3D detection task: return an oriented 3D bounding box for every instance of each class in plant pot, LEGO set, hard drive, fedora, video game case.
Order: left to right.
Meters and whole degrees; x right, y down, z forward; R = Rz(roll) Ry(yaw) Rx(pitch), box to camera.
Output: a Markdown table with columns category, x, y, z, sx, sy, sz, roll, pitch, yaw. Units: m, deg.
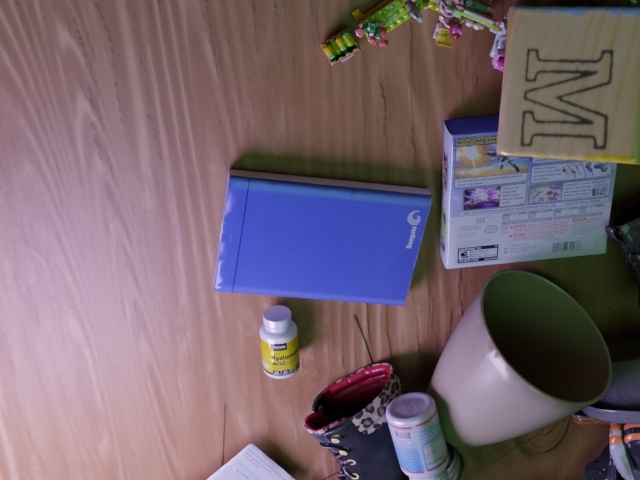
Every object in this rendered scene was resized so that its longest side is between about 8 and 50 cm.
| category | x | y | z | sx | sy | sz | roll | pitch | yaw |
| --- | --- | --- | --- | --- | --- | --- | --- | --- | --- |
| hard drive | 0.000 | 0.000 | 1.565 | 0.318 | 0.040 | 0.210 | 5 | 121 | -11 |
| LEGO set | 0.146 | -0.293 | 1.363 | 0.287 | 0.107 | 0.132 | -2 | 122 | -7 |
| plant pot | 0.301 | 0.230 | 1.654 | 0.256 | 0.256 | 0.274 | 20 | 134 | -19 |
| video game case | 0.326 | -0.082 | 1.547 | 0.269 | 0.061 | 0.244 | -5 | 124 | -5 |
| fedora | 0.583 | 0.242 | 1.723 | 0.275 | 0.243 | 0.124 | -2 | 91 | -19 |

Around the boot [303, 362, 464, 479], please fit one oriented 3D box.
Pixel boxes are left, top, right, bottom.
| category | x | y | z | sx | sy | sz | roll | pitch | yaw |
| --- | --- | --- | --- | --- | --- | --- | --- | --- | --- |
| boot | 0.051 | 0.412 | 1.750 | 0.377 | 0.138 | 0.284 | -33 | 120 | -4 |

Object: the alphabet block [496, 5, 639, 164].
| category | x | y | z | sx | sy | sz | roll | pitch | yaw |
| --- | --- | --- | --- | --- | --- | --- | --- | --- | --- |
| alphabet block | 0.360 | -0.206 | 1.331 | 0.193 | 0.192 | 0.197 | 7 | 96 | 26 |

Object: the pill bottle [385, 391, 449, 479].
| category | x | y | z | sx | sy | sz | roll | pitch | yaw |
| --- | --- | --- | --- | --- | --- | --- | --- | --- | --- |
| pill bottle | 0.168 | 0.344 | 1.658 | 0.087 | 0.087 | 0.160 | -15 | 113 | 2 |

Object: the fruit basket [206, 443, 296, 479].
| category | x | y | z | sx | sy | sz | roll | pitch | yaw |
| --- | --- | --- | --- | --- | --- | --- | --- | --- | --- |
| fruit basket | -0.166 | 0.572 | 1.860 | 0.353 | 0.165 | 0.327 | -44 | 119 | 1 |

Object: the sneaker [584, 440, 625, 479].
| category | x | y | z | sx | sy | sz | roll | pitch | yaw |
| --- | --- | --- | --- | --- | --- | --- | --- | --- | --- |
| sneaker | 0.545 | 0.431 | 1.887 | 0.051 | 0.089 | 0.170 | 17 | 75 | -34 |

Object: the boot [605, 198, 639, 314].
| category | x | y | z | sx | sy | sz | roll | pitch | yaw |
| --- | --- | --- | --- | --- | --- | --- | --- | --- | --- |
| boot | 0.598 | 0.010 | 1.611 | 0.263 | 0.091 | 0.229 | -27 | 110 | -20 |

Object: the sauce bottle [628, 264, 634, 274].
| category | x | y | z | sx | sy | sz | roll | pitch | yaw |
| --- | --- | --- | --- | --- | --- | --- | --- | --- | --- |
| sauce bottle | 0.584 | 0.069 | 1.688 | 0.128 | 0.042 | 0.042 | 34 | 112 | -23 |

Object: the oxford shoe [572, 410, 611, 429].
| category | x | y | z | sx | sy | sz | roll | pitch | yaw |
| --- | --- | --- | --- | --- | --- | --- | --- | --- | --- |
| oxford shoe | 0.565 | 0.340 | 1.827 | 0.212 | 0.076 | 0.076 | 4 | 105 | -10 |

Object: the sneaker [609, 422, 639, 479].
| category | x | y | z | sx | sy | sz | roll | pitch | yaw |
| --- | --- | --- | --- | --- | --- | --- | --- | --- | --- |
| sneaker | 0.651 | 0.424 | 1.765 | 0.180 | 0.125 | 0.321 | -9 | 138 | 31 |

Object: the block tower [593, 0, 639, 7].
| category | x | y | z | sx | sy | sz | roll | pitch | yaw |
| --- | --- | --- | --- | --- | --- | --- | --- | --- | --- |
| block tower | 0.551 | -0.367 | 1.383 | 0.335 | 0.091 | 0.097 | 0 | 121 | -7 |

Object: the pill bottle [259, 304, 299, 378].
| category | x | y | z | sx | sy | sz | roll | pitch | yaw |
| --- | --- | --- | --- | --- | --- | --- | --- | --- | --- |
| pill bottle | -0.069 | 0.169 | 1.647 | 0.065 | 0.065 | 0.116 | -6 | 122 | -4 |
